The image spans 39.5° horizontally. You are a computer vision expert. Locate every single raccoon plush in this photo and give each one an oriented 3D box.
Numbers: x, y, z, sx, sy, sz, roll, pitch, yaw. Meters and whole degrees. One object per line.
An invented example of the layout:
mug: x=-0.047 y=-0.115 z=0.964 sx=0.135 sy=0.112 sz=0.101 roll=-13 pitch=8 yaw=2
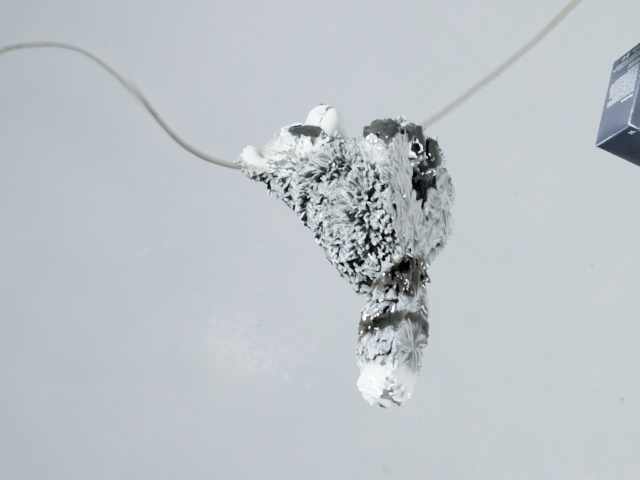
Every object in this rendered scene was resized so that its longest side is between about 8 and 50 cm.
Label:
raccoon plush: x=0.000 y=0.000 z=1.268 sx=0.299 sy=0.216 sz=0.447 roll=-5 pitch=55 yaw=35

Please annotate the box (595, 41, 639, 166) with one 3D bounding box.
box: x=0.512 y=-0.192 z=1.332 sx=0.156 sy=0.093 sz=0.158 roll=23 pitch=69 yaw=-11
